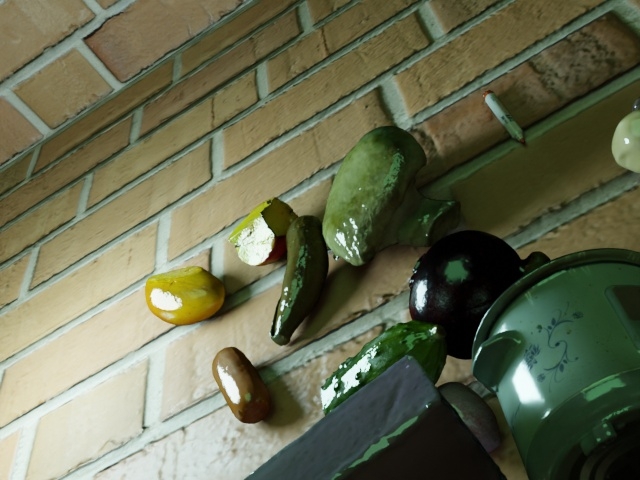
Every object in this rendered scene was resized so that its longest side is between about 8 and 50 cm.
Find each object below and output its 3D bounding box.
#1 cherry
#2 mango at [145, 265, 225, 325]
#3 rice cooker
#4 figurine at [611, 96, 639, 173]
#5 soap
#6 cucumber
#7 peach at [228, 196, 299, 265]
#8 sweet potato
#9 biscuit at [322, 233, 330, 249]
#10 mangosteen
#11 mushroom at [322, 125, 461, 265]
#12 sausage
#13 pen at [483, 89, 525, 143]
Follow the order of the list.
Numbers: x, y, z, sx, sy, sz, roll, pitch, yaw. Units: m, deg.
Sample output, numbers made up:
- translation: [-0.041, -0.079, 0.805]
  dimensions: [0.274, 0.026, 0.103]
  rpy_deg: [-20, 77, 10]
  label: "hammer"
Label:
- translation: [0.188, 0.248, 1.210]
  dimensions: [0.126, 0.087, 0.106]
  rpy_deg: [-9, 48, 43]
  label: "cherry"
- translation: [-0.280, 0.118, 1.838]
  dimensions: [0.217, 0.102, 0.141]
  rpy_deg: [1, 25, 42]
  label: "mango"
- translation: [0.331, 0.160, 1.022]
  dimensions: [0.316, 0.264, 0.317]
  rpy_deg: [7, 36, -5]
  label: "rice cooker"
- translation: [0.536, -0.182, 1.409]
  dimensions: [0.114, 0.108, 0.196]
  rpy_deg: [-6, 26, 27]
  label: "figurine"
- translation: [0.082, 0.328, 1.026]
  dimensions: [0.285, 0.296, 0.107]
  rpy_deg: [-37, 29, 0]
  label: "soap"
- translation: [0.108, 0.185, 1.242]
  dimensions: [0.244, 0.134, 0.134]
  rpy_deg: [-50, 18, 42]
  label: "cucumber"
- translation: [-0.116, -0.014, 1.821]
  dimensions: [0.151, 0.118, 0.151]
  rpy_deg: [-8, 76, 36]
  label: "peach"
- translation: [-0.036, 0.071, 1.668]
  dimensions: [0.112, 0.085, 0.286]
  rpy_deg: [-31, 42, 47]
  label: "sweet potato"
- translation: [0.000, 0.000, 1.776]
  dimensions: [0.147, 0.018, 0.071]
  rpy_deg: [-24, 37, 20]
  label: "biscuit"
- translation: [0.230, 0.084, 1.288]
  dimensions: [0.209, 0.210, 0.210]
  rpy_deg: [-26, 34, 19]
  label: "mangosteen"
- translation: [0.096, -0.081, 1.606]
  dimensions: [0.217, 0.212, 0.292]
  rpy_deg: [-26, 38, -13]
  label: "mushroom"
- translation: [-0.145, 0.254, 1.552]
  dimensions: [0.076, 0.076, 0.197]
  rpy_deg: [-40, 30, -3]
  label: "sausage"
- translation: [0.363, -0.242, 1.706]
  dimensions: [0.026, 0.026, 0.218]
  rpy_deg: [-31, 33, 11]
  label: "pen"
